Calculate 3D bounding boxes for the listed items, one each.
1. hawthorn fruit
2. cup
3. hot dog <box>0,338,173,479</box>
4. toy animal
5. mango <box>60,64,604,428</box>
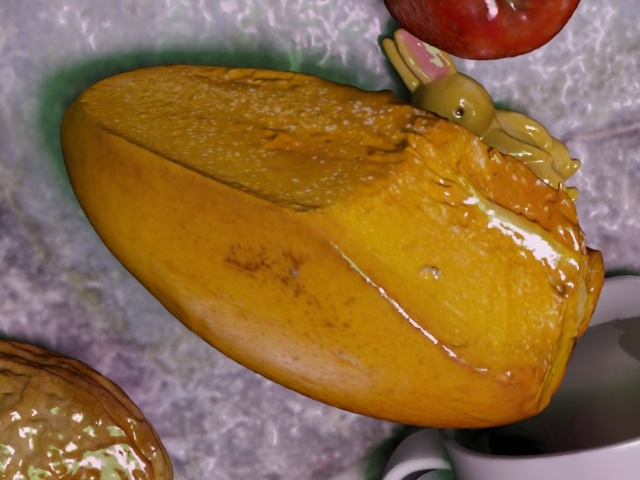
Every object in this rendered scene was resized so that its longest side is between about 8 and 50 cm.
[{"bbox_3d":[0.101,-0.173,1.167,0.133,0.138,0.132,-5,110,-15],"label":"hawthorn fruit"},{"bbox_3d":[0.182,0.184,1.268,0.290,0.219,0.257,-12,112,22],"label":"cup"},{"bbox_3d":[-0.223,0.148,1.201,0.259,0.114,0.175,9,99,-18],"label":"hot dog"},{"bbox_3d":[0.092,-0.070,1.236,0.083,0.070,0.159,-37,109,25],"label":"toy animal"},{"bbox_3d":[0.000,0.000,1.154,0.350,0.201,0.199,20,104,4],"label":"mango"}]
